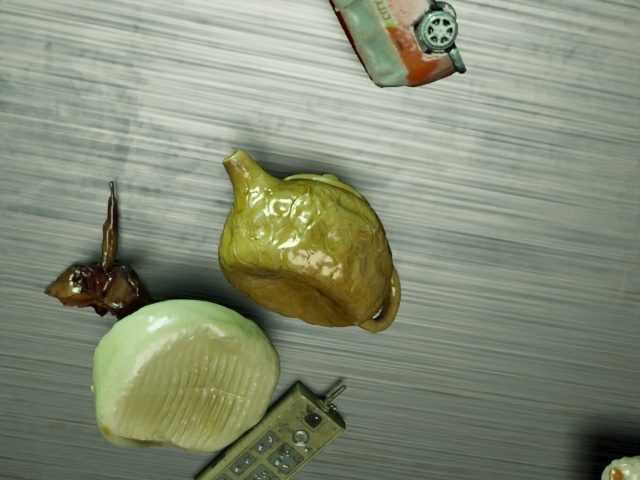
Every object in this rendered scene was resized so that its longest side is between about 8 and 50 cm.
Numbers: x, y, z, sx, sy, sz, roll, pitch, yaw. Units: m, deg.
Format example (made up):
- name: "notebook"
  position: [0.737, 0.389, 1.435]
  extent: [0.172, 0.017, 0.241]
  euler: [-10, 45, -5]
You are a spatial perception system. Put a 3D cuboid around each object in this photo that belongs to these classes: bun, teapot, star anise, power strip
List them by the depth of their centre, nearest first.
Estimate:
- name: "teapot"
  position: [0.000, 0.000, 0.919]
  extent: [0.311, 0.203, 0.167]
  euler: [36, 61, -33]
- name: "bun"
  position: [-0.170, 0.163, 0.958]
  extent: [0.229, 0.145, 0.229]
  euler: [-7, 115, -16]
- name: "star anise"
  position: [-0.257, 0.027, 0.972]
  extent: [0.158, 0.144, 0.140]
  euler: [17, 152, 0]
- name: "power strip"
  position: [-0.061, 0.284, 1.066]
  extent: [0.268, 0.034, 0.092]
  euler: [-44, 104, 11]

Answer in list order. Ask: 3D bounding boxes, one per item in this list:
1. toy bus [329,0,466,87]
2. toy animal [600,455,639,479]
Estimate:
- name: "toy bus"
  position: [0.064, -0.286, 0.847]
  extent: [0.119, 0.121, 0.265]
  euler: [-24, 108, 15]
- name: "toy animal"
  position: [0.498, 0.417, 1.053]
  extent: [0.358, 0.188, 0.226]
  euler: [36, 98, -12]
